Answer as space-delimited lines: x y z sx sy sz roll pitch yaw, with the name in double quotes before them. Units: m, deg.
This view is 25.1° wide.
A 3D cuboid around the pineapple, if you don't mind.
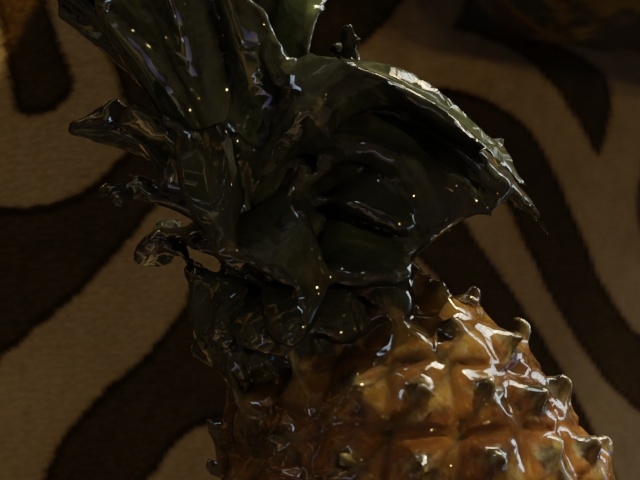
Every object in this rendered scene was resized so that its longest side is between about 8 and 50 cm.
"pineapple" 0.002 0.000 0.536 0.165 0.165 0.364 -27 100 -35
